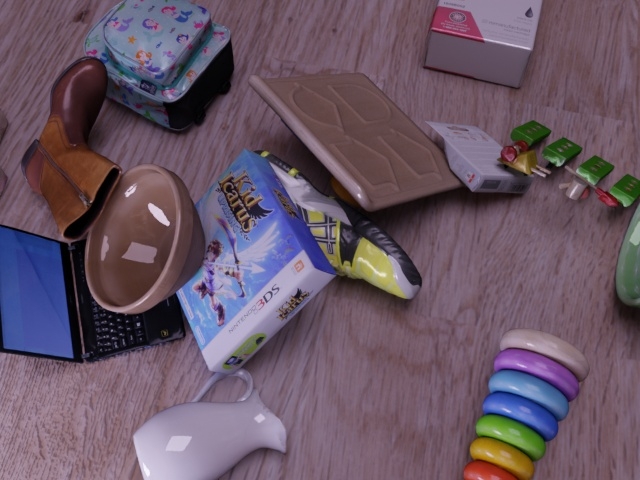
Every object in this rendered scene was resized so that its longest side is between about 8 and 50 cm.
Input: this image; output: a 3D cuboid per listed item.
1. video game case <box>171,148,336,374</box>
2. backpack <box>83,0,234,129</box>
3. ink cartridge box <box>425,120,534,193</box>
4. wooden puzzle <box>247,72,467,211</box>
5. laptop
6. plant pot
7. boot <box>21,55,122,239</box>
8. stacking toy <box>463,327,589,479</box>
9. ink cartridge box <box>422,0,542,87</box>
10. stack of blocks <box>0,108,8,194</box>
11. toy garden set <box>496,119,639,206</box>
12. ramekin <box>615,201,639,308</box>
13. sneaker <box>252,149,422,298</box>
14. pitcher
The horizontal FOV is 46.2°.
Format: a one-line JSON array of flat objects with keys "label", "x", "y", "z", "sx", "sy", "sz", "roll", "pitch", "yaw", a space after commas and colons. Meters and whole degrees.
[{"label": "video game case", "x": -0.130, "y": 0.030, "z": 1.196, "sx": 0.244, "sy": 0.061, "sz": 0.270, "roll": -45, "pitch": 54, "yaw": 19}, {"label": "backpack", "x": -0.321, "y": -0.360, "z": 1.444, "sx": 0.253, "sy": 0.191, "sz": 0.225, "roll": 24, "pitch": 64, "yaw": 18}, {"label": "ink cartridge box", "x": 0.284, "y": -0.153, "z": 1.381, "sx": 0.145, "sy": 0.045, "sz": 0.179, "roll": -1, "pitch": 37, "yaw": -36}, {"label": "wooden puzzle", "x": 0.069, "y": -0.173, "z": 1.328, "sx": 0.347, "sy": 0.081, "sz": 0.322, "roll": -13, "pitch": 55, "yaw": -49}, {"label": "laptop", "x": -0.380, "y": 0.065, "z": 1.228, "sx": 0.264, "sy": 0.137, "sz": 0.234, "roll": -14, "pitch": 63, "yaw": -6}, {"label": "plant pot", "x": -0.262, "y": 0.005, "z": 1.197, "sx": 0.237, "sy": 0.109, "sz": 0.238, "roll": -13, "pitch": 69, "yaw": 37}, {"label": "boot", "x": -0.406, "y": -0.168, "z": 1.274, "sx": 0.264, "sy": 0.096, "sz": 0.280, "roll": -54, "pitch": 41, "yaw": 1}, {"label": "stacking toy", "x": 0.283, "y": 0.303, "z": 1.116, "sx": 0.141, "sy": 0.141, "sz": 0.330, "roll": 23, "pitch": 70, "yaw": 12}, {"label": "ink cartridge box", "x": 0.343, "y": -0.474, "z": 1.542, "sx": 0.207, "sy": 0.117, "sz": 0.283, "roll": 14, "pitch": 62, "yaw": 7}, {"label": "stack of blocks", "x": -0.670, "y": -0.129, "z": 1.361, "sx": 0.171, "sy": 0.087, "sz": 0.297, "roll": 7, "pitch": 61, "yaw": 3}, {"label": "toy garden set", "x": 0.440, "y": -0.120, "z": 1.342, "sx": 0.244, "sy": 0.049, "sz": 0.203, "roll": 36, "pitch": 34, "yaw": 21}, {"label": "ramekin", "x": 0.614, "y": -0.007, "z": 1.192, "sx": 0.148, "sy": 0.303, "sz": 0.304, "roll": 24, "pitch": 63, "yaw": 3}, {"label": "sneaker", "x": 0.000, "y": 0.000, "z": 1.287, "sx": 0.384, "sy": 0.145, "sz": 0.147, "roll": 33, "pitch": 84, "yaw": 21}, {"label": "pitcher", "x": -0.176, "y": 0.280, "z": 1.133, "sx": 0.207, "sy": 0.126, "sz": 0.178, "roll": -15, "pitch": 41, "yaw": -20}]
